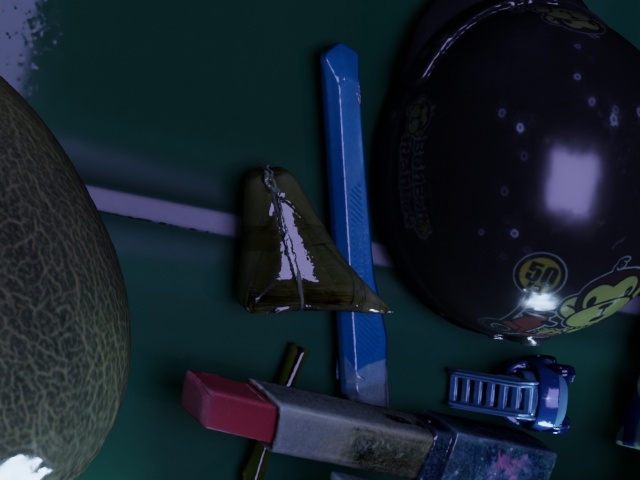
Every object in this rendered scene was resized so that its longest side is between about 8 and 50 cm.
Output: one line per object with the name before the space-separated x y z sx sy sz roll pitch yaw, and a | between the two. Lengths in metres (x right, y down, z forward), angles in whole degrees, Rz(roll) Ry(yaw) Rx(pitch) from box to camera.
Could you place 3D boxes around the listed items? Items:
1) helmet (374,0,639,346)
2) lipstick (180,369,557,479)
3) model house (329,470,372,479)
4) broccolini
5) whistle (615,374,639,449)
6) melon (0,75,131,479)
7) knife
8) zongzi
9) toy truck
helmet | 0.170 -0.059 1.338 0.230 0.160 0.279 0 97 -27
lipstick | 0.034 0.141 1.322 0.312 0.051 0.051 15 102 -35
model house | 0.053 0.304 1.263 0.215 0.224 0.198 -46 137 -10
broccolini | -0.048 0.179 1.322 0.042 0.044 0.218 23 79 -13
whistle | 0.287 0.133 1.459 0.110 0.092 0.244 16 85 -33
melon | -0.241 0.024 1.082 0.237 0.237 0.301 -28 104 -23
knife | 0.025 0.005 1.342 0.044 0.026 0.296 -9 99 -30
zongzi | 0.000 0.000 1.302 0.113 0.052 0.104 2 100 -12
toy truck | 0.141 0.114 1.396 0.090 0.073 0.056 5 94 -15
